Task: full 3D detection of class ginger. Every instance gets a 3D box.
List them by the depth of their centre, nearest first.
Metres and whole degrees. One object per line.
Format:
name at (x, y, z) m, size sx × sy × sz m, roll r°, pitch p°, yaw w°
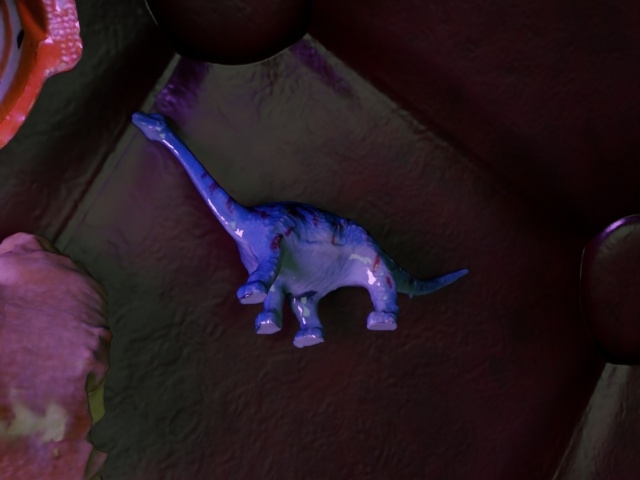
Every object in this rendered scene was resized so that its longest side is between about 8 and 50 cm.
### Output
ginger at (-0.250, 0.072, 0.653) m, size 0.276 × 0.130 × 0.221 m, roll 45°, pitch 63°, yaw -18°

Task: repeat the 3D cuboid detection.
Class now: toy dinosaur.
toy dinosaur at (-0.011, 0.020, 0.788) m, size 0.329 × 0.076 × 0.144 m, roll 24°, pitch 49°, yaw -23°

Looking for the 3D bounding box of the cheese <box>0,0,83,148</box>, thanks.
cheese at (-0.313, -0.117, 0.614) m, size 0.329 × 0.129 × 0.217 m, roll -9°, pitch 80°, yaw -8°
